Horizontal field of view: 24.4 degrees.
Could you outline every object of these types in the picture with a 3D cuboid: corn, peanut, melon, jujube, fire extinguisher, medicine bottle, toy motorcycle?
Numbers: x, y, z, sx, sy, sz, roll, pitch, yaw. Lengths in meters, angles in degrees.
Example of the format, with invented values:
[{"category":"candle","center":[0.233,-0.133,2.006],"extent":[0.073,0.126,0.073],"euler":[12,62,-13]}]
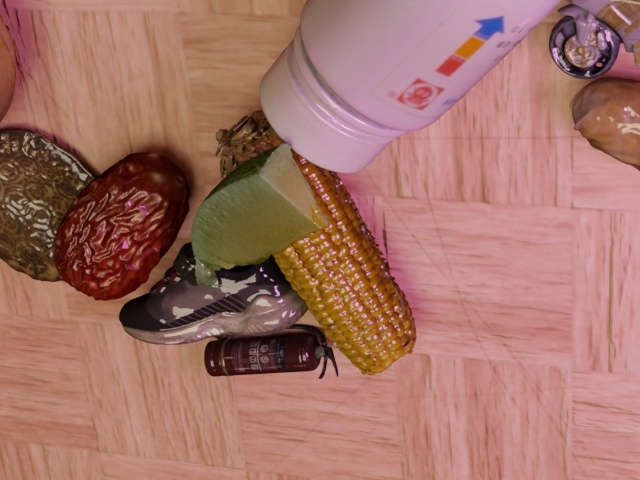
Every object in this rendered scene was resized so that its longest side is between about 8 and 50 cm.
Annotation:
[{"category":"corn","center":[0.000,0.000,1.544],"extent":[0.115,0.115,0.318],"euler":[-20,114,28]},{"category":"peanut","center":[0.339,-0.108,1.369],"extent":[0.214,0.099,0.100],"euler":[-1,120,13]},{"category":"melon","center":[-0.069,-0.015,1.470],"extent":[0.114,0.053,0.262],"euler":[29,148,-11]},{"category":"jujube","center":[-0.214,-0.018,1.602],"extent":[0.109,0.112,0.176],"euler":[47,112,25]},{"category":"fire extinguisher","center":[-0.053,0.129,1.681],"extent":[0.158,0.043,0.064],"euler":[-6,76,22]},{"category":"medicine bottle","center":[0.079,-0.196,1.350],"extent":[0.170,0.170,0.293],"euler":[40,127,-8]},{"category":"toy motorcycle","center":[0.301,-0.229,1.314],"extent":[0.225,0.073,0.152],"euler":[-10,114,25]}]

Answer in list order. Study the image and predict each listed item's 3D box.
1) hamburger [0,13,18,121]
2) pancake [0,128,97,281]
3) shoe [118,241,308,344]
[{"category":"hamburger","center":[-0.463,-0.193,1.529],"extent":[0.300,0.176,0.300],"euler":[7,141,6]},{"category":"pancake","center":[-0.324,-0.039,1.683],"extent":[0.199,0.021,0.199],"euler":[9,123,14]},{"category":"shoe","center":[-0.121,0.047,1.628],"extent":[0.227,0.099,0.112],"euler":[-5,112,18]}]
